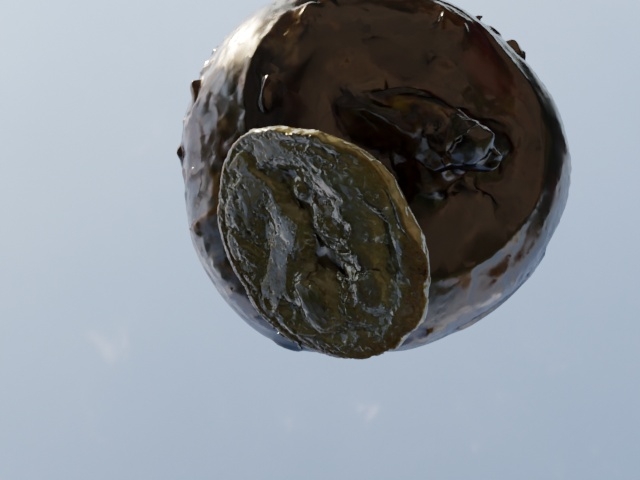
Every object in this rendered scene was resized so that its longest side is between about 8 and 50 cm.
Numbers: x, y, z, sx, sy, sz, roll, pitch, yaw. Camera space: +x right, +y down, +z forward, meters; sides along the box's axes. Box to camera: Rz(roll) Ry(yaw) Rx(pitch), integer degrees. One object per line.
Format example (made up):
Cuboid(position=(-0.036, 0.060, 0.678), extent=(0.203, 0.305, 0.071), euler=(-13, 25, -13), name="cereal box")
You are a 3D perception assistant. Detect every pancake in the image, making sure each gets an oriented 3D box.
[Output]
Cuboid(position=(0.000, 0.000, 0.780), extent=(0.158, 0.158, 0.028), euler=(48, -134, 12), name="pancake")

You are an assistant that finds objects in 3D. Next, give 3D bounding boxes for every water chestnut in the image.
Cuboid(position=(0.044, -0.059, 0.958), extent=(0.300, 0.300, 0.300), euler=(16, -132, -19), name="water chestnut")
